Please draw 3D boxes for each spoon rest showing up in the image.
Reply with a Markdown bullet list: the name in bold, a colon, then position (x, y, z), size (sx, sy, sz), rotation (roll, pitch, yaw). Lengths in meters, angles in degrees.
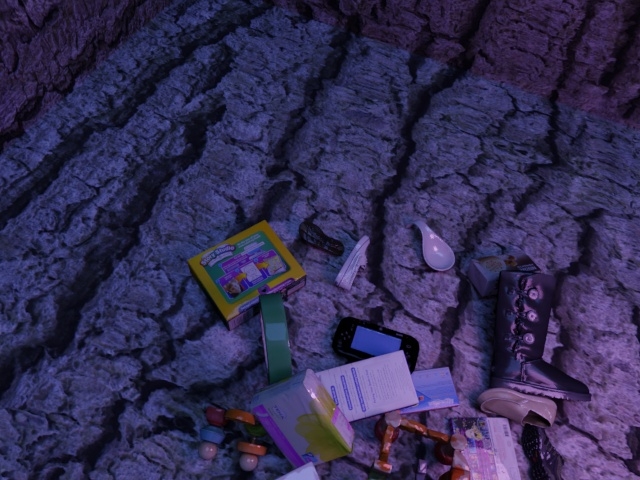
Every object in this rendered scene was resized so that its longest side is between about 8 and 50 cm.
- **spoon rest**: position (0.471, 0.014, 2.073), size (0.137, 0.084, 0.276), rotation (-23, 62, -19)

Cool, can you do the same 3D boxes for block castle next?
- **block castle**: position (0.275, 0.796, 1.485), size (0.302, 0.213, 0.453), rotation (16, 55, 9)

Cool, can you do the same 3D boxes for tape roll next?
- **tape roll**: position (-0.159, 0.343, 1.659), size (0.077, 0.321, 0.321), rotation (-7, 59, -10)

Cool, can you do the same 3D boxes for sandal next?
- **sandal**: position (0.000, 0.000, 2.055), size (0.219, 0.060, 0.090), rotation (28, 64, -5)

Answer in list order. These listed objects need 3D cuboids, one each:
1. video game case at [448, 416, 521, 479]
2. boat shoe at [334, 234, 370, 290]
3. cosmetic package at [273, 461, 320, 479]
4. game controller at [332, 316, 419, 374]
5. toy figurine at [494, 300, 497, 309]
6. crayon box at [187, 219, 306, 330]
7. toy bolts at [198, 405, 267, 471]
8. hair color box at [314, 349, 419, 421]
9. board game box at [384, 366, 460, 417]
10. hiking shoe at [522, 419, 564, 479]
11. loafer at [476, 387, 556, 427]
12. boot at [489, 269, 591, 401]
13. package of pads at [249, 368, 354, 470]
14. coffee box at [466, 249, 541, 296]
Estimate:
- **video game case**: position (0.563, 0.730, 1.649), size (0.210, 0.042, 0.232), rotation (2, 57, -6)
- **boat shoe**: position (0.151, 0.096, 1.994), size (0.084, 0.095, 0.258), rotation (30, 70, 8)
- **cosmetic package**: position (-0.106, 0.791, 1.435), size (0.224, 0.225, 0.138), rotation (-20, 62, -18)
- **game controller**: position (0.208, 0.394, 1.804), size (0.319, 0.067, 0.167), rotation (17, 59, 9)
- **toy figurine**: position (0.827, 0.253, 1.960), size (0.173, 0.130, 0.159), rotation (20, 40, 36)
- **crayon box**: position (-0.291, 0.129, 1.911), size (0.362, 0.106, 0.313), rotation (-29, 64, -22)
- **toy bolts**: position (-0.297, 0.636, 1.545), size (0.228, 0.218, 0.159), rotation (5, 62, 19)
- **hair color box**: position (0.148, 0.517, 1.660), size (0.338, 0.110, 0.185), rotation (-14, 67, -2)
- **board game box**: position (0.354, 0.551, 1.752), size (0.281, 0.027, 0.145), rotation (-5, 56, -9)
- **hiking shoe**: position (0.776, 0.738, 1.655), size (0.114, 0.086, 0.227), rotation (20, 50, -19)
- **loafer**: position (0.685, 0.587, 1.673), size (0.268, 0.102, 0.092), rotation (4, 35, 13)
- **boot**: position (0.825, 0.345, 1.780), size (0.366, 0.146, 0.446), rotation (10, 76, 1)
- **package of pads**: position (-0.050, 0.568, 1.514), size (0.297, 0.229, 0.101), rotation (57, 21, -12)
- **coffee box**: position (0.759, 0.135, 1.993), size (0.246, 0.098, 0.141), rotation (-9, 40, -11)
